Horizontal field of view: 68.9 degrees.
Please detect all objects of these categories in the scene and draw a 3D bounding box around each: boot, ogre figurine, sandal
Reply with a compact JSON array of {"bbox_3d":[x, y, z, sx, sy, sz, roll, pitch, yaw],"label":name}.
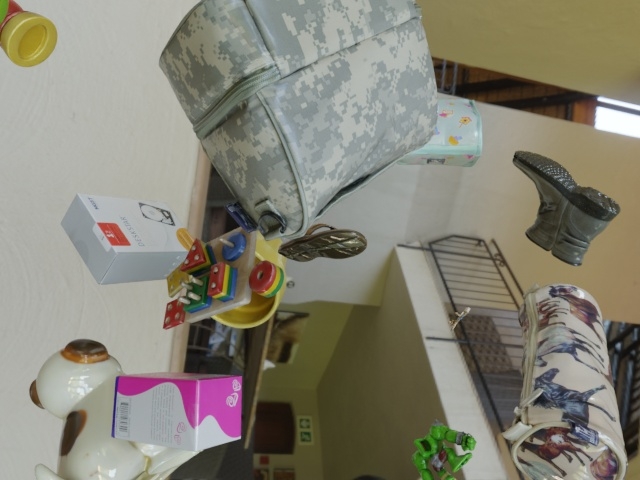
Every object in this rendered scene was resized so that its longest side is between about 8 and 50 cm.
[{"bbox_3d":[0.474,-0.067,0.984,0.246,0.083,0.161,48,-43,31],"label":"boot"},{"bbox_3d":[0.301,0.542,1.176,0.118,0.096,0.197,41,-48,43],"label":"ogre figurine"},{"bbox_3d":[0.000,0.000,0.960,0.219,0.090,0.060,-13,-127,46],"label":"sandal"}]

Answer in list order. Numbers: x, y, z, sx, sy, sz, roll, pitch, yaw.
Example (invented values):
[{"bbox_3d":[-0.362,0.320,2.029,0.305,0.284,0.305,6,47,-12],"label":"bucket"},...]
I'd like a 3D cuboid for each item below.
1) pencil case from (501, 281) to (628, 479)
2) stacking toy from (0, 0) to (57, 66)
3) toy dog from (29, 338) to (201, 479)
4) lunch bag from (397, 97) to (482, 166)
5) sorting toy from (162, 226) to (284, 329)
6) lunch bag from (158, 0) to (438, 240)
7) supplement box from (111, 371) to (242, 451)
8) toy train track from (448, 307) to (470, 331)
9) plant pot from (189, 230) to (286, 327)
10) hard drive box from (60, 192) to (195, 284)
[{"bbox_3d":[0.446,0.246,0.868,0.160,0.183,0.410,-44,-174,38],"label":"pencil case"},{"bbox_3d":[-0.623,-0.521,0.904,0.309,0.130,0.279,-52,177,14],"label":"stacking toy"},{"bbox_3d":[-0.565,0.454,1.171,0.285,0.395,0.408,-49,-116,20],"label":"toy dog"},{"bbox_3d":[0.315,-0.285,1.268,0.262,0.223,0.160,-74,165,-54],"label":"lunch bag"},{"bbox_3d":[-0.169,0.046,0.710,0.274,0.046,0.133,-22,-128,33],"label":"sorting toy"},{"bbox_3d":[-0.006,-0.173,0.575,0.212,0.305,0.256,-13,-71,55],"label":"lunch bag"},{"bbox_3d":[-0.258,0.299,0.839,0.219,0.113,0.112,-8,-104,33],"label":"supplement box"},{"bbox_3d":[0.257,0.141,0.870,0.048,0.014,0.083,-49,167,-25],"label":"toy train track"},{"bbox_3d":[-0.203,0.080,1.328,0.239,0.253,0.254,-59,164,-65],"label":"plant pot"},{"bbox_3d":[-0.404,-0.003,1.021,0.181,0.232,0.089,48,-68,21],"label":"hard drive box"}]
